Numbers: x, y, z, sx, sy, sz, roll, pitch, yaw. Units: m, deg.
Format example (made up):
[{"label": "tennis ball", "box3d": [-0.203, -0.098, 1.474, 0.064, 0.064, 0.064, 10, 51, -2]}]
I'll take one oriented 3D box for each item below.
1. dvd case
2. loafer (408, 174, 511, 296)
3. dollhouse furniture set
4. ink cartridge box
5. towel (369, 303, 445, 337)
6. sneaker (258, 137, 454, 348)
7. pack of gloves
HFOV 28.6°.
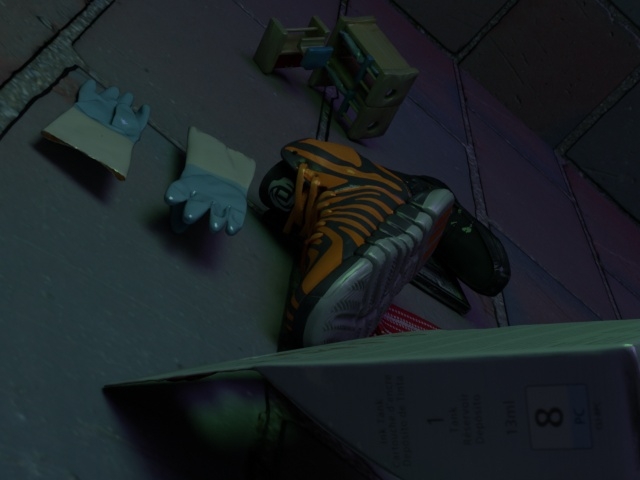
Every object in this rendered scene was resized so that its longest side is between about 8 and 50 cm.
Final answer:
[{"label": "dvd case", "box3d": [0.102, -0.010, 1.612, 0.164, 0.018, 0.221, 32, 23, -32]}, {"label": "loafer", "box3d": [0.165, -0.009, 1.603, 0.078, 0.076, 0.223, 21, 24, -39]}, {"label": "dollhouse furniture set", "box3d": [0.012, -0.227, 1.775, 0.184, 0.129, 0.129, -9, 52, -37]}, {"label": "ink cartridge box", "box3d": [0.090, 0.114, 0.901, 0.308, 0.385, 0.091, -2, 85, -59]}, {"label": "towel", "box3d": [0.135, 0.165, 1.289, 0.199, 0.031, 0.275, 28, 24, -41]}, {"label": "sneaker", "box3d": [0.000, 0.000, 1.261, 0.180, 0.124, 0.321, 27, 28, 13]}, {"label": "pack of gloves", "box3d": [-0.161, -0.071, 1.194, 0.195, 0.046, 0.232, 28, 18, -9]}]
